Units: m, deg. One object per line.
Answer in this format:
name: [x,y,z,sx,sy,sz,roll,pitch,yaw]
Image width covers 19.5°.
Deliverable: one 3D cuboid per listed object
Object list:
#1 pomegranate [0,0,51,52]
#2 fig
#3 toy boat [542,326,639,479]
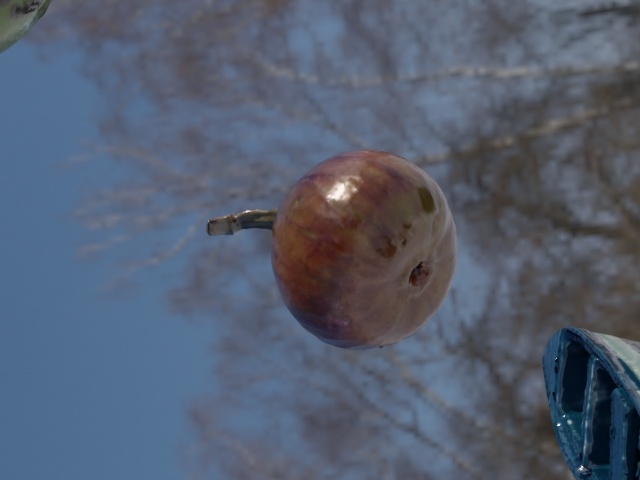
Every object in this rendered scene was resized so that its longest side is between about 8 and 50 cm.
pomegranate: [-0.180,-0.142,0.741,0.224,0.181,0.182,-121,18,-73]
fig: [0.027,0.005,1.445,0.149,0.148,0.202,52,171,-14]
toy boat: [0.197,0.111,1.201,0.299,0.061,0.096,-115,26,-78]
